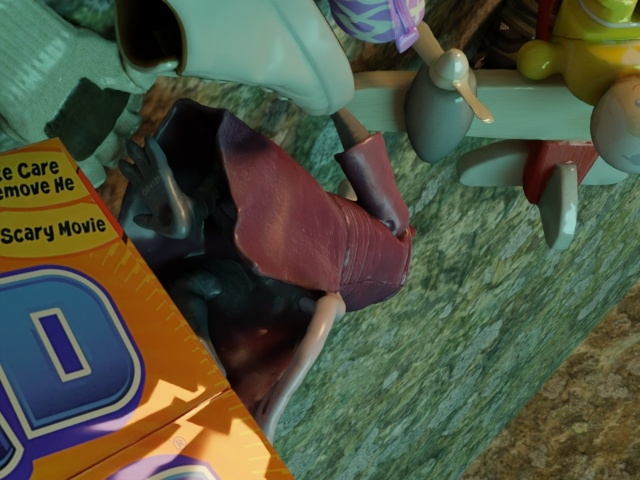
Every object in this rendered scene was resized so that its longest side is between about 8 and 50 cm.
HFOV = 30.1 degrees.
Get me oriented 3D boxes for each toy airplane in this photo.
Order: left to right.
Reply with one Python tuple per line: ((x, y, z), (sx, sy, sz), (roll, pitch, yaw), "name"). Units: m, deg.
((0.264, -0.138, 1.150), (0.386, 0.272, 0.384), (-38, 125, 18), "toy airplane")

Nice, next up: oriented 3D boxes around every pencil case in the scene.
((0.039, -0.239, 0.923), (0.086, 0.088, 0.206), (-43, 157, -12), "pencil case")

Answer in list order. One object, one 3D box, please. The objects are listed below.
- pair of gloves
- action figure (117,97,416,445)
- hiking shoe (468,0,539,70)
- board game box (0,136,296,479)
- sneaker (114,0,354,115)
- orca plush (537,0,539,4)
((-0.126, -0.156, 0.807), (0.240, 0.042, 0.204), (-48, 156, -8), "pair of gloves")
((0.000, 0.000, 0.980), (0.370, 0.275, 0.248), (-1, 123, -56), "action figure")
((0.229, -0.194, 1.359), (0.114, 0.086, 0.227), (-44, 148, 6), "hiking shoe")
((-0.248, 0.224, 0.631), (0.356, 0.356, 0.356), (-24, 164, -46), "board game box")
((-0.067, -0.145, 0.782), (0.123, 0.106, 0.290), (-36, 154, 3), "sneaker")
((0.324, -0.310, 1.312), (0.151, 0.102, 0.287), (-43, 155, -18), "orca plush")
